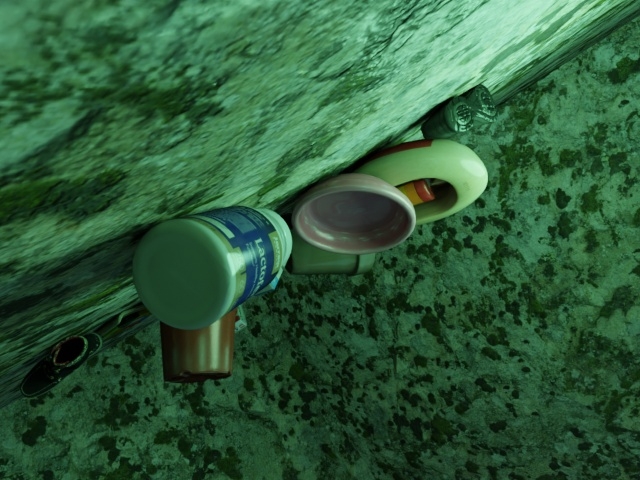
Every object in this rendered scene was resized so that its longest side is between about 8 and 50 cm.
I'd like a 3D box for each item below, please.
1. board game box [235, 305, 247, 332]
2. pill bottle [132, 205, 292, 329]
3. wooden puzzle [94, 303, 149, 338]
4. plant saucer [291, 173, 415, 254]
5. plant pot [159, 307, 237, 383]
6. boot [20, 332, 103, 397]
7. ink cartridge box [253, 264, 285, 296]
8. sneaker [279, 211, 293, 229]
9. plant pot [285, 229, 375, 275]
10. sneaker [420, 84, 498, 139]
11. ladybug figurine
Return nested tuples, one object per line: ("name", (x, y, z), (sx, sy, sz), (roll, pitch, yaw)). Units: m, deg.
("board game box", (-0.394, 0.235, 1.623), (0.193, 0.305, 0.053), (-32, 136, 3))
("pill bottle", (-0.148, 0.024, 0.697), (0.153, 0.153, 0.265), (-32, -179, 20))
("wooden puzzle", (-0.624, 0.256, 1.477), (0.221, 0.044, 0.239), (-32, 180, 32))
("plant saucer", (0.089, -0.074, 1.211), (0.333, 0.084, 0.332), (2, 149, 1))
("plant pot", (-0.380, 0.296, 1.382), (0.273, 0.264, 0.272), (-6, 157, -2))
("boot", (-0.713, 0.332, 1.189), (0.236, 0.085, 0.178), (-38, 180, -20))
("ink cartridge box", (-0.195, 0.084, 1.407), (0.148, 0.085, 0.203), (-21, -155, 26))
("sneaker", (-0.136, -0.046, 1.405), (0.161, 0.057, 0.075), (-33, -164, 10))
("plant pot", (0.000, 0.000, 1.600), (0.281, 0.322, 0.323), (-15, 175, -19))
("sneaker", (0.373, -0.339, 1.192), (0.287, 0.108, 0.130), (-23, -176, -39))
("ladybug figurine", (0.243, -0.165, 1.283), (0.450, 0.161, 0.305), (-15, 145, 26))
